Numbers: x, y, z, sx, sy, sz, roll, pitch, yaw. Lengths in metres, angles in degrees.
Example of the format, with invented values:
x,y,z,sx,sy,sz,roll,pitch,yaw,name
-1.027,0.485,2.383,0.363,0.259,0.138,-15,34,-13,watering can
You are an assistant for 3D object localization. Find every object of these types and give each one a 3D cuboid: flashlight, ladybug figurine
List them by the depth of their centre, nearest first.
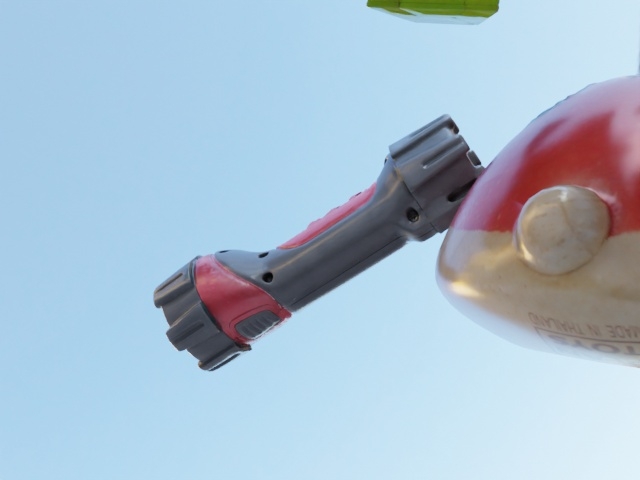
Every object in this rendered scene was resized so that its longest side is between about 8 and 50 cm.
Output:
x,y,z,sx,sy,sz,roll,pitch,yaw,name
0.253,0.006,0.515,0.449,0.305,0.161,14,-96,-51,ladybug figurine
0.000,0.000,0.693,0.304,0.103,0.103,-34,1,13,flashlight

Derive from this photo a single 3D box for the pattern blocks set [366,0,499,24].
x,y,z,sx,sy,sz,roll,pitch,yaw,name
0.031,-0.161,0.413,0.285,0.325,0.026,-2,-80,-73,pattern blocks set
